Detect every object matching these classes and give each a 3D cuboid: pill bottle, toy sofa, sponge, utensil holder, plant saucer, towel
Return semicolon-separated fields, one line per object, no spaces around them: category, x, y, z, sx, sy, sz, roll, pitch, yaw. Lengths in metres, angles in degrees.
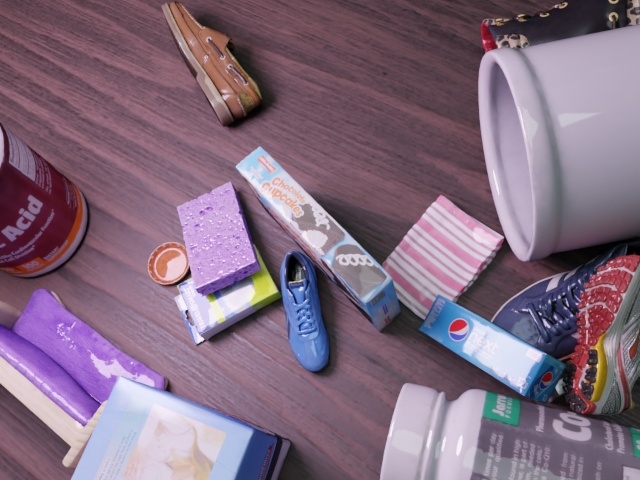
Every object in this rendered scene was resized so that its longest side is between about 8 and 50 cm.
pill bottle;0.273;0.323;0.884;0.360;0.204;0.204;11;71;15
toy sofa;-0.454;0.214;1.106;0.362;0.150;0.177;31;79;21
sponge;-0.187;-0.006;1.172;0.117;0.031;0.210;-24;50;2
utensil holder;0.464;-0.163;0.971;0.385;0.328;0.328;-12;67;6
plant saucer;-0.282;0.044;1.211;0.083;0.013;0.084;-4;67;10
towel;0.200;0.031;1.110;0.144;0.029;0.197;38;80;23
pill bottle;-0.600;-0.097;1.125;0.223;0.392;0.224;-4;68;10

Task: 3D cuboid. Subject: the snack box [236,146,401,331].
snack box;0.000;0.000;1.076;0.060;0.187;0.322;-41;66;-6

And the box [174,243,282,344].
box;-0.171;0.096;1.153;0.178;0.042;0.109;-29;66;-2

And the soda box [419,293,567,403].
soda box;0.253;0.159;0.972;0.210;0.071;0.067;31;93;48

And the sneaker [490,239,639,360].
sneaker;0.413;0.080;0.976;0.350;0.148;0.131;-28;67;5

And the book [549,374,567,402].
book;0.406;0.193;0.966;0.144;0.096;0.035;-27;69;1

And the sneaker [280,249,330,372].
sneaker;-0.032;0.117;1.096;0.069;0.082;0.210;-12;68;4

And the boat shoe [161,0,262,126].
boat shoe;-0.220;-0.373;1.321;0.104;0.111;0.307;-29;76;-5

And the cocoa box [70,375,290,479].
cocoa box;-0.226;0.409;0.938;0.231;0.228;0.347;16;73;17

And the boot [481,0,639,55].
boot;0.438;-0.412;1.180;0.284;0.138;0.378;-11;75;7

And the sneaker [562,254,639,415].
sneaker;0.406;0.130;0.887;0.092;0.088;0.225;13;94;-11
